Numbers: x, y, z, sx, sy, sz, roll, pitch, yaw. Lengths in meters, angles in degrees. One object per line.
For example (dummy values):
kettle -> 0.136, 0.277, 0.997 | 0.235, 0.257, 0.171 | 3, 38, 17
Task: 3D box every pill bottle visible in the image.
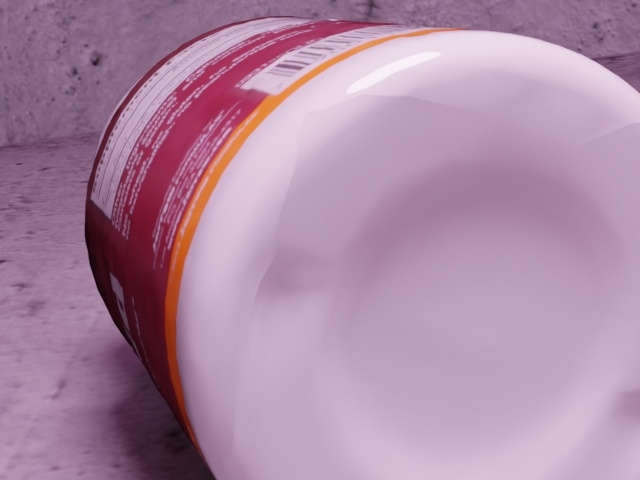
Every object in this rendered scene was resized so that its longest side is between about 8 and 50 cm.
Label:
pill bottle -> 0.000, 0.000, 0.628 | 0.224, 0.224, 0.392 | -13, 14, -15
